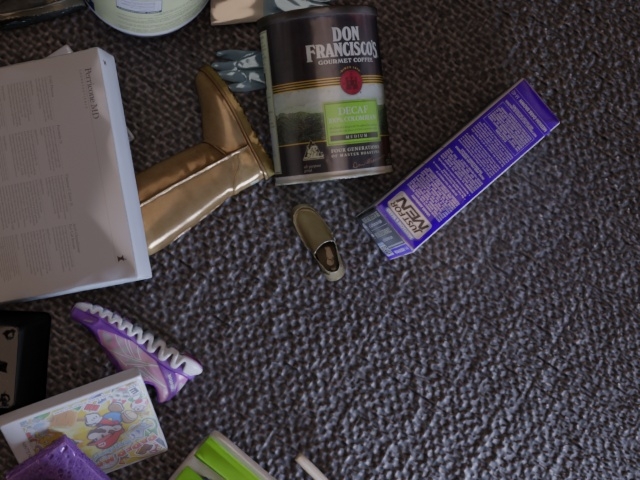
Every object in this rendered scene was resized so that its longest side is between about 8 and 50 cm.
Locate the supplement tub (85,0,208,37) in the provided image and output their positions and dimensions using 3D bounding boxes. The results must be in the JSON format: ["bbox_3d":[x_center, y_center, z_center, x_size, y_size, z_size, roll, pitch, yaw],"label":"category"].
[{"bbox_3d":[-0.281,-0.466,1.874,0.235,0.325,0.235,1,84,-8],"label":"supplement tub"}]

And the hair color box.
[{"bbox_3d":[0.229,-0.117,1.978,0.339,0.185,0.110,-39,92,-10],"label":"hair color box"}]

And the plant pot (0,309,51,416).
[{"bbox_3d":[-0.537,0.198,1.846,0.188,0.167,0.187,3,83,-7],"label":"plant pot"}]

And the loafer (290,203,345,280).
[{"bbox_3d":[0.000,0.000,2.001,0.056,0.050,0.148,-32,89,-10],"label":"loafer"}]

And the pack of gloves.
[{"bbox_3d":[-0.078,-0.355,2.045,0.232,0.046,0.195,1,95,-5],"label":"pack of gloves"}]

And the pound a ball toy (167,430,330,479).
[{"bbox_3d":[-0.085,0.445,1.917,0.319,0.136,0.208,40,55,-2],"label":"pound a ball toy"}]

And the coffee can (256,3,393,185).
[{"bbox_3d":[0.009,-0.238,1.934,0.202,0.201,0.275,-7,94,-9],"label":"coffee can"}]

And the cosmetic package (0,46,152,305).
[{"bbox_3d":[-0.449,-0.097,1.887,0.284,0.097,0.377,-10,88,9],"label":"cosmetic package"}]

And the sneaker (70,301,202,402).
[{"bbox_3d":[-0.317,0.188,1.919,0.236,0.095,0.104,32,88,-4],"label":"sneaker"}]

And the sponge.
[{"bbox_3d":[-0.387,0.410,1.854,0.117,0.031,0.210,-35,116,6],"label":"sponge"}]

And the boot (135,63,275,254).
[{"bbox_3d":[-0.240,-0.139,1.966,0.269,0.089,0.236,-30,87,-8],"label":"boot"}]

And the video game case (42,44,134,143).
[{"bbox_3d":[-0.448,-0.203,1.975,0.183,0.023,0.201,-36,90,-10],"label":"video game case"}]

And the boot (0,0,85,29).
[{"bbox_3d":[-0.507,-0.474,1.972,0.190,0.076,0.208,-20,94,-24],"label":"boot"}]

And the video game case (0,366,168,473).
[{"bbox_3d":[-0.373,0.310,1.854,0.227,0.206,0.026,-20,46,-10],"label":"video game case"}]
